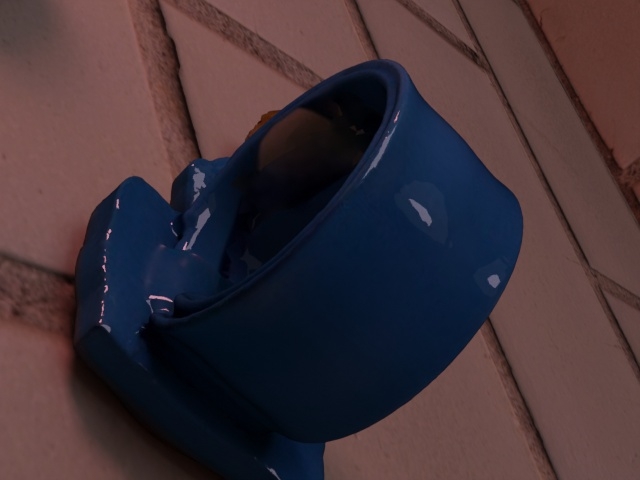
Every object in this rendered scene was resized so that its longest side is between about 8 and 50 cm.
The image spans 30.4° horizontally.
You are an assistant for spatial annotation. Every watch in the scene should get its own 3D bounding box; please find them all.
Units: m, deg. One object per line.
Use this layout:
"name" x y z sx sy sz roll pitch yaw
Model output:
"watch" 0.000 0.000 0.823 0.241 0.274 0.305 43 31 -23

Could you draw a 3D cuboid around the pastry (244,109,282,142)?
"pastry" -0.015 -0.050 1.108 0.153 0.081 0.153 38 38 -37
